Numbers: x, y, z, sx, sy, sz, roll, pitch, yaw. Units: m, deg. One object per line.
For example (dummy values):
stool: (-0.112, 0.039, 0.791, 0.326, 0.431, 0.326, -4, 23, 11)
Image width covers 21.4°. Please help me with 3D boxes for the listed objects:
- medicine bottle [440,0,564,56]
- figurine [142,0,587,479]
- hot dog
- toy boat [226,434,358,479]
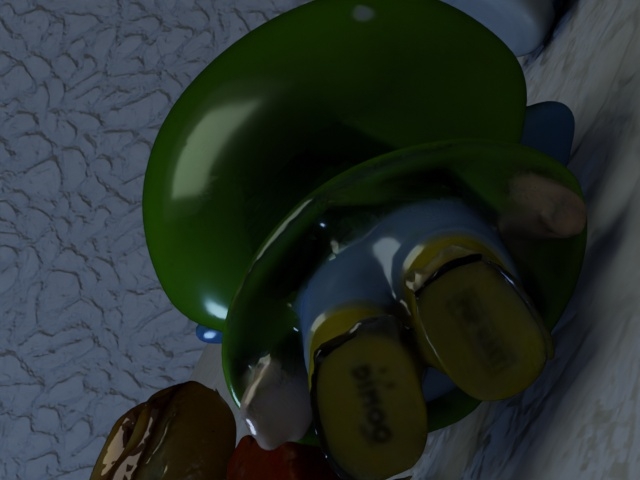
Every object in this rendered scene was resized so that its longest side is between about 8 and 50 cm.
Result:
medicine bottle: (0.110, -0.203, 0.915, 0.191, 0.107, 0.107, -63, 4, -13)
figurine: (0.017, -0.006, 0.600, 0.162, 0.143, 0.263, -39, 17, 7)
hot dog: (-0.131, 0.233, 1.112, 0.135, 0.100, 0.337, -40, 22, 57)
toy boat: (0.002, 0.106, 0.554, 0.069, 0.058, 0.173, -62, 11, 5)
